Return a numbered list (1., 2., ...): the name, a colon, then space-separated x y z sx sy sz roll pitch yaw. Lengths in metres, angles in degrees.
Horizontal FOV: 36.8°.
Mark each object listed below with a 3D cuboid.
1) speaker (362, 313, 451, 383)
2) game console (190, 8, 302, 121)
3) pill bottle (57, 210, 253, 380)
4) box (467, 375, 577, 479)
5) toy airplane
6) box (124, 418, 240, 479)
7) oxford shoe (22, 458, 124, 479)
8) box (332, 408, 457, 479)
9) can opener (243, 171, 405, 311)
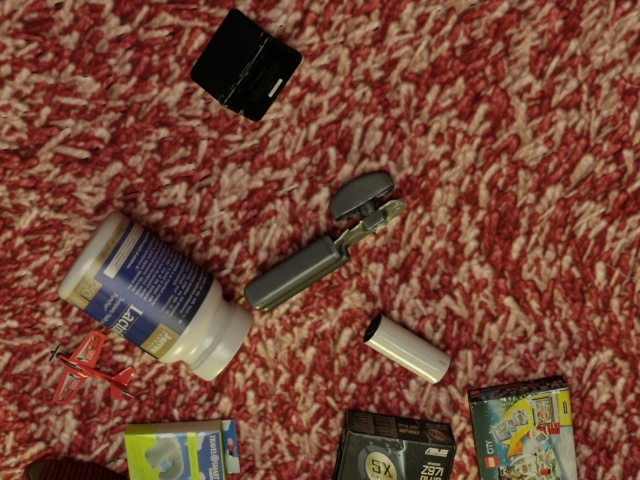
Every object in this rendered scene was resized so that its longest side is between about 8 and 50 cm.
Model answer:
1. speaker: 0.135 0.171 1.519 0.136 0.055 0.055 31 106 -11
2. game console: -0.107 -0.252 1.389 0.107 0.071 0.122 22 111 -40
3. pill bottle: -0.242 0.088 1.433 0.265 0.153 0.153 35 106 -12
4. box: 0.336 0.346 1.588 0.159 0.044 0.233 -9 109 2
5. toy airplane: -0.362 0.210 1.541 0.151 0.028 0.151 0 111 0
6. box: -0.227 0.353 1.586 0.178 0.042 0.109 -3 110 1
7. oxford shoe: -0.343 0.478 1.590 0.348 0.123 0.130 28 112 -9
8. box: 0.118 0.370 1.577 0.180 0.077 0.147 9 108 -4
9. can opener: 0.000 0.000 1.461 0.283 0.076 0.095 -32 75 11
